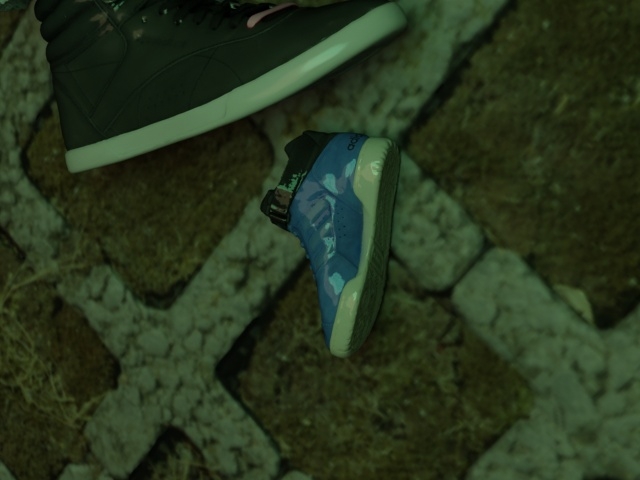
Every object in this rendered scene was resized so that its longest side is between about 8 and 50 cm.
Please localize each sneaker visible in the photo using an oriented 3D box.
[{"bbox_3d":[-0.088,-0.147,0.726,0.296,0.104,0.146,-14,100,36],"label":"sneaker"},{"bbox_3d":[0.000,0.000,0.737,0.085,0.058,0.152,12,103,21],"label":"sneaker"}]

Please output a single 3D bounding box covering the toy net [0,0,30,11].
[{"bbox_3d":[-0.238,-0.220,0.785,0.122,0.045,0.232,-48,46,2],"label":"toy net"}]
